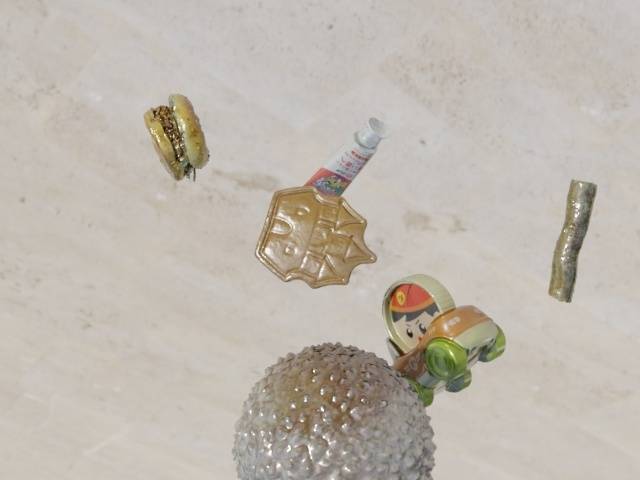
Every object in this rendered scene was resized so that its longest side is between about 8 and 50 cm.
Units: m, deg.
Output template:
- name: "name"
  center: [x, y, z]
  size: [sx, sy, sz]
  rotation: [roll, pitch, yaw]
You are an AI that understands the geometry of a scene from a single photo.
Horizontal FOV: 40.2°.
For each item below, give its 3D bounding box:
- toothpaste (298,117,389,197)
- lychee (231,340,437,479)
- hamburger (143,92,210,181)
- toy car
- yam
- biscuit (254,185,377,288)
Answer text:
- name: "toothpaste"
  center: [0.048, -0.151, 1.739]
  size: [0.089, 0.057, 0.234]
  rotation: [25, 133, -22]
- name: "lychee"
  center: [0.023, 0.294, 1.255]
  size: [0.300, 0.300, 0.300]
  rotation: [8, 142, 7]
- name: "hamburger"
  center: [-0.293, -0.211, 1.838]
  size: [0.186, 0.113, 0.177]
  rotation: [64, 167, -19]
- name: "toy car"
  center: [0.194, 0.170, 1.586]
  size: [0.145, 0.235, 0.235]
  rotation: [-15, 162, -40]
- name: "yam"
  center: [0.515, 0.002, 1.795]
  size: [0.061, 0.061, 0.253]
  rotation: [10, 99, 4]
- name: "biscuit"
  center: [0.000, 0.000, 1.573]
  size: [0.215, 0.182, 0.034]
  rotation: [17, 173, 2]
